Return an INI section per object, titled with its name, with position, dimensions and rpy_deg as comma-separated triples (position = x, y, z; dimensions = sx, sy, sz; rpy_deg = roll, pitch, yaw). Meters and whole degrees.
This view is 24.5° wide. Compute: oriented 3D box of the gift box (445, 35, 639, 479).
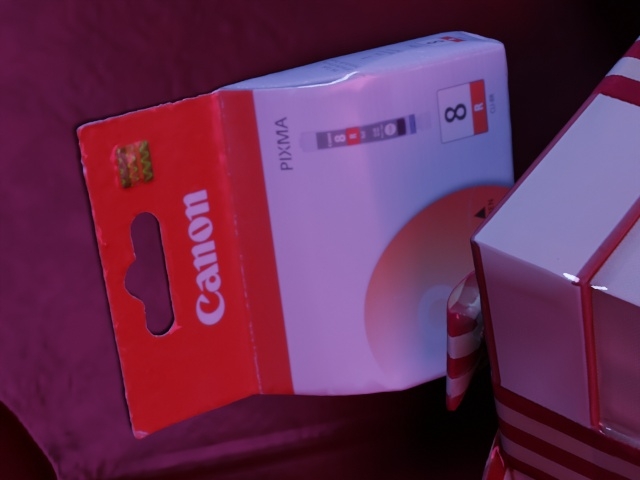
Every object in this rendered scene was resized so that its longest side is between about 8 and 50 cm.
[gift box]
position = 0.204, 0.054, 0.596
dimensions = 0.255, 0.258, 0.276
rpy_deg = -43, 143, -32

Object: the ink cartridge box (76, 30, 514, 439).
[ink cartridge box]
position = 0.000, 0.000, 0.618
dimensions = 0.179, 0.045, 0.145
rpy_deg = -18, 114, -25
